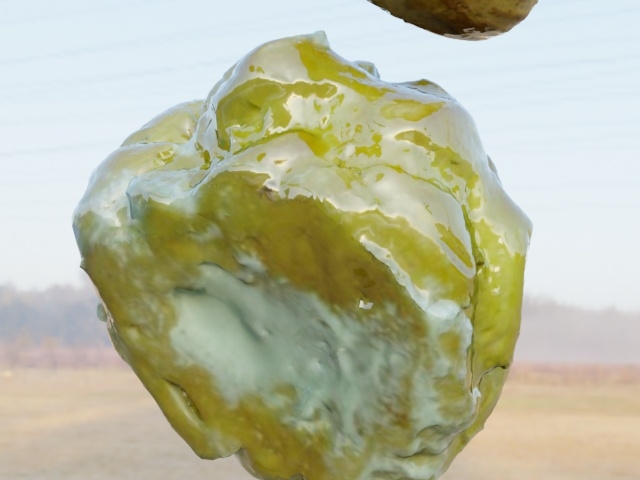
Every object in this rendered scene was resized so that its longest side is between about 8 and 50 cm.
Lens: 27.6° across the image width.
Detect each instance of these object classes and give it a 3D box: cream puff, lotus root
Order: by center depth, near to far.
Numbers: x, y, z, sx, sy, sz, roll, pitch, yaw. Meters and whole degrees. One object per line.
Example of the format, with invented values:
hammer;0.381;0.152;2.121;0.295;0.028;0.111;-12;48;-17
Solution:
lotus root;0.080;-0.183;0.859;0.135;0.095;0.159;26;5;-32
cream puff;0.000;0.000;1.014;0.378;0.378;0.275;-2;27;31
